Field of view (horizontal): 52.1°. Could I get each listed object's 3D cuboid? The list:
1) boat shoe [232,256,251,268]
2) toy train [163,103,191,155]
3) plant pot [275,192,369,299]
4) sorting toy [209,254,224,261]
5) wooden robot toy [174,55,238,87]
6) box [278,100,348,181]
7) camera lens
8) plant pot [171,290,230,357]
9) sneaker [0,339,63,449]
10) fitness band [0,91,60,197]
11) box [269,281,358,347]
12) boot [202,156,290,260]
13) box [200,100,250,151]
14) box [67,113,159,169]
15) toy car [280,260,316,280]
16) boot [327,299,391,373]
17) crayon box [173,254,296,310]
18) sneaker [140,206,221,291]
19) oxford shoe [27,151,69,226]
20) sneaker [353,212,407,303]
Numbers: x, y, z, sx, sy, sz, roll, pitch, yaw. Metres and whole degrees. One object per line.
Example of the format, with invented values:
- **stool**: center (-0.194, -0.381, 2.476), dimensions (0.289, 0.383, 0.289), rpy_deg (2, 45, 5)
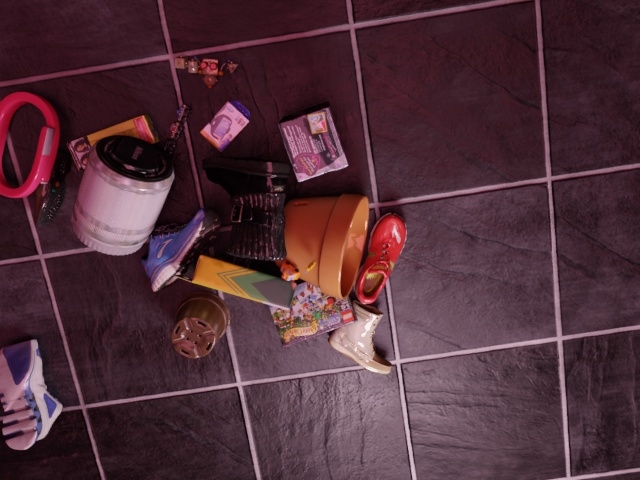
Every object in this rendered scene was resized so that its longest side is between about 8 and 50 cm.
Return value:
- **boat shoe**: center (-0.218, 0.042, 1.914), dimensions (0.049, 0.040, 0.142), rpy_deg (29, 103, -8)
- **toy train**: center (-0.402, -0.311, 1.828), dimensions (0.036, 0.027, 0.158), rpy_deg (27, 104, 4)
- **plant pot**: center (0.000, 0.000, 1.798), dimensions (0.204, 0.291, 0.290), rpy_deg (12, 105, 14)
- **sorting toy**: center (-0.326, 0.084, 1.931), dimensions (0.061, 0.042, 0.102), rpy_deg (22, 92, -22)
- **wooden robot toy**: center (-0.309, -0.451, 1.770), dimensions (0.173, 0.076, 0.079), rpy_deg (4, 116, -1)
- **box**: center (-0.019, -0.263, 1.725), dimensions (0.142, 0.247, 0.163), rpy_deg (-18, 104, 5)
- **camera lens**: center (-0.529, -0.125, 1.750), dimensions (0.219, 0.219, 0.274), rpy_deg (26, 122, -7)
- **plant pot**: center (-0.357, 0.251, 1.906), dimensions (0.167, 0.165, 0.166), rpy_deg (0, 104, 0)
- **sneaker**: center (-0.882, 0.470, 1.988), dimensions (0.128, 0.182, 0.315), rpy_deg (-11, 75, 1)
- **fitness band**: center (-0.816, -0.259, 1.788), dimensions (0.209, 0.054, 0.290), rpy_deg (21, 98, 21)
- **box**: center (-0.025, 0.200, 1.924), dimensions (0.233, 0.044, 0.159), rpy_deg (-21, 79, 6)
- **boot**: center (-0.210, -0.088, 1.732), dimensions (0.131, 0.348, 0.260), rpy_deg (-3, 101, -37)
- **box**: center (-0.261, -0.323, 1.823), dimensions (0.081, 0.028, 0.136), rpy_deg (42, 103, -10)
- **box**: center (-0.574, -0.273, 1.819), dimensions (0.232, 0.058, 0.087), rpy_deg (-18, 104, 4)
- **toy car**: center (-0.067, 0.071, 1.689), dimensions (0.060, 0.040, 0.122), rpy_deg (49, 142, -3)
- **boot**: center (0.150, 0.290, 1.962), dimensions (0.213, 0.077, 0.165), rpy_deg (30, 102, -1)
- **crayon box**: center (-0.232, 0.110, 1.807), dimensions (0.319, 0.202, 0.081), rpy_deg (16, 85, -5)
- **sneaker**: center (-0.409, 0.005, 1.829), dimensions (0.330, 0.130, 0.147), rpy_deg (-42, 83, 31)
- **oxford shoe**: center (-0.780, -0.151, 1.851), dimensions (0.096, 0.083, 0.227), rpy_deg (19, 102, 11)
- **sneaker**: center (0.179, 0.059, 1.879), dimensions (0.107, 0.118, 0.279), rpy_deg (18, 104, -5)
